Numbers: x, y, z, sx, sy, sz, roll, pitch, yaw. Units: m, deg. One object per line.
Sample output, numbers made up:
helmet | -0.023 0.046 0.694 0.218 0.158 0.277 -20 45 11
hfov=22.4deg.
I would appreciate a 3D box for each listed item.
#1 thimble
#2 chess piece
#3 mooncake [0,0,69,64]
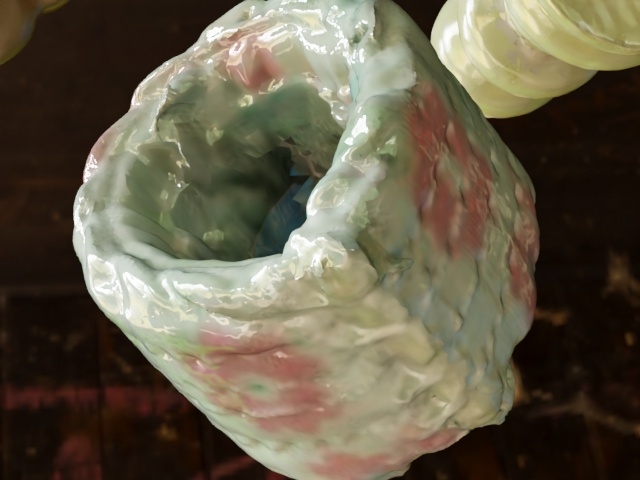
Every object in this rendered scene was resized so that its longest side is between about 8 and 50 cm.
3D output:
thimble | 0.000 0.000 0.712 0.185 0.211 0.149 -41 -54 1
chess piece | 0.155 -0.156 1.086 0.144 0.144 0.251 2 -12 -15
mooncake | -0.429 -0.348 1.726 0.378 0.378 0.201 13 4 -29
